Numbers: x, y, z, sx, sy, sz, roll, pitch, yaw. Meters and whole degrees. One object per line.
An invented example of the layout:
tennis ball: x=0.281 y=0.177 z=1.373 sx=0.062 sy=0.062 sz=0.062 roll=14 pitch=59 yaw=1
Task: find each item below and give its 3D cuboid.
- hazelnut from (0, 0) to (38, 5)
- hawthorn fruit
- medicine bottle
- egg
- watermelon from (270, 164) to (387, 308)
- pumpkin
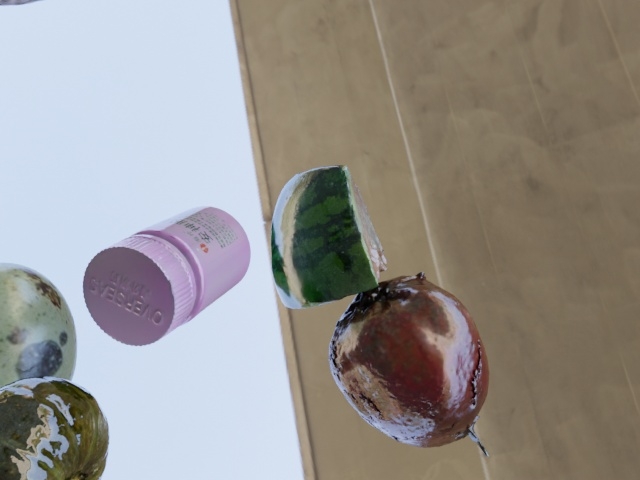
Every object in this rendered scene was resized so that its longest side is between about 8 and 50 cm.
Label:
hazelnut: x=-0.201 y=-0.221 z=0.376 sx=0.143 sy=0.154 sz=0.143 roll=27 pitch=-54 yaw=45
hawthorn fruit: x=0.113 y=0.157 z=0.682 sx=0.181 sy=0.181 sz=0.235 roll=-30 pitch=-87 yaw=19
medicine bottle: x=-0.256 y=0.052 z=1.067 sx=0.178 sy=0.290 sz=0.178 roll=5 pitch=-74 yaw=17
egg: x=-0.599 y=0.213 z=1.121 sx=0.288 sy=0.287 sz=0.379 roll=51 pitch=-55 yaw=24
watermelon: x=-0.017 y=-0.007 z=0.750 sx=0.231 sy=0.128 sz=0.146 roll=-13 pitch=-76 yaw=49
pumpkin: x=-0.337 y=0.262 z=0.678 sx=0.157 sy=0.223 sz=0.224 roll=16 pitch=-92 yaw=8
